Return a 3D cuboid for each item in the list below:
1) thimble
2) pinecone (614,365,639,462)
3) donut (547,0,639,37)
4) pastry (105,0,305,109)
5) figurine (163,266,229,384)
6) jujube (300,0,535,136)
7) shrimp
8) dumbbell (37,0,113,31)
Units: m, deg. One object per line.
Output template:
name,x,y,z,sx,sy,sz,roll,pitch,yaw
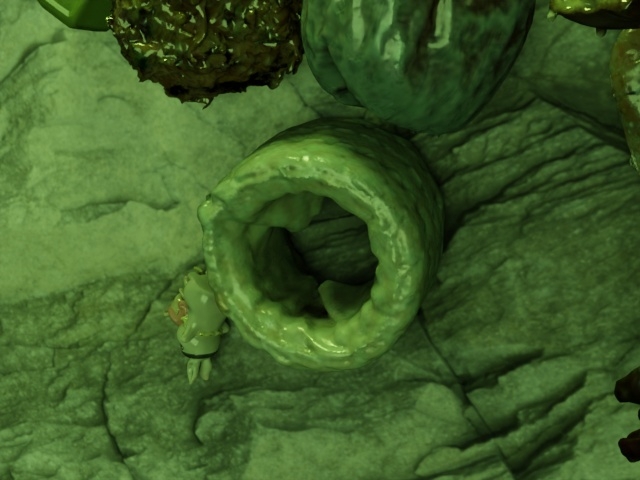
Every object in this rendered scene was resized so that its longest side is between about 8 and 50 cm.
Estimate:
thimble,0.000,0.000,1.197,0.291,0.195,0.291,5,108,17
pinecone,0.482,0.155,0.971,0.398,0.398,0.397,6,108,18
donut,0.293,-0.370,0.957,0.136,0.259,0.345,-17,91,55
pastry,-0.133,-0.261,1.136,0.275,0.193,0.275,18,137,18
figurine,-0.164,0.112,1.369,0.098,0.081,0.146,55,132,47
jujube,0.104,-0.278,1.057,0.246,0.215,0.308,16,101,-23
shrimp,0.391,-0.142,1.097,0.126,0.047,0.223,-13,100,13
dumbbell,-0.235,-0.394,1.204,0.121,0.108,0.302,38,115,-4
